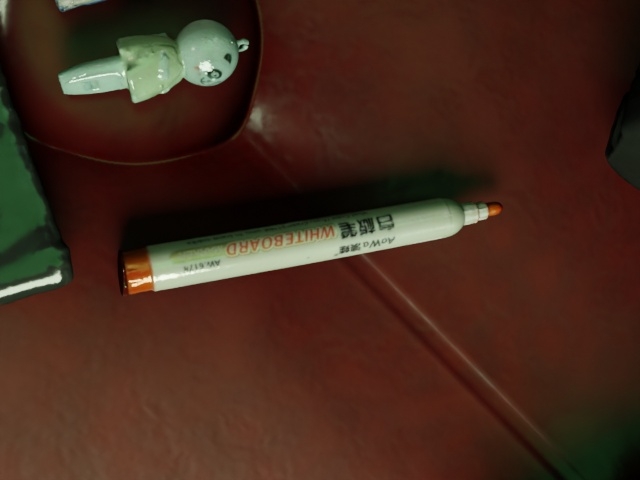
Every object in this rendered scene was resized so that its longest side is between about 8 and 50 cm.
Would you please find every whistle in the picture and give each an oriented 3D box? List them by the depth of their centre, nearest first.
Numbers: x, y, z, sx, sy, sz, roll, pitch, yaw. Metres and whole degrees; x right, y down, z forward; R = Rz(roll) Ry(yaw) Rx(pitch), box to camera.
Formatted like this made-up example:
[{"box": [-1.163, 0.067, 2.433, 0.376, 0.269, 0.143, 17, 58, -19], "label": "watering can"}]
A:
[{"box": [-0.086, -0.092, 0.474, 0.100, 0.035, 0.035, -15, 90, -12], "label": "whistle"}]

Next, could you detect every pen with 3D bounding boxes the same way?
[{"box": [0.000, 0.000, 0.493, 0.218, 0.026, 0.026, -10, 89, -14], "label": "pen"}]

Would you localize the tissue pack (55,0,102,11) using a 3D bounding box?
[{"box": [-0.100, -0.209, 0.462, 0.115, 0.065, 0.155, -17, 90, -13], "label": "tissue pack"}]

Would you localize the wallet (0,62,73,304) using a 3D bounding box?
[{"box": [-0.276, -0.002, 0.427, 0.285, 0.030, 0.146, -19, 94, -13], "label": "wallet"}]

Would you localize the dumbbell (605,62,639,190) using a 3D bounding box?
[{"box": [0.278, -0.155, 0.490, 0.185, 0.185, 0.388, 19, 82, -12], "label": "dumbbell"}]
